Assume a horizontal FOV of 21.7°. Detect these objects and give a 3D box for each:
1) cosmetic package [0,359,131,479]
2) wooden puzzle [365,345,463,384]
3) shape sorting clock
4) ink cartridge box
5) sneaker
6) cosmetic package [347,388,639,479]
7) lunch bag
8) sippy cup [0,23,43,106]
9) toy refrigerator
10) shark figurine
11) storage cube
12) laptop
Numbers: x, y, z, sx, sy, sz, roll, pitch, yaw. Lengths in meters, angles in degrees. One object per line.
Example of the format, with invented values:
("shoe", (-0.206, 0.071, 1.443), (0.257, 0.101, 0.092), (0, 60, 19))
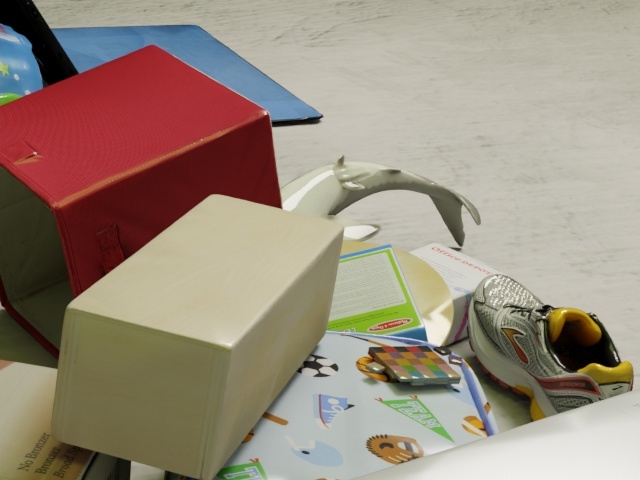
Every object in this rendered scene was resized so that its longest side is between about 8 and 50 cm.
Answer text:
("cosmetic package", (-0.278, 0.148, 1.045), (0.296, 0.129, 0.153), (8, 24, 5))
("wooden puzzle", (0.066, 0.087, 1.172), (0.083, 0.006, 0.049), (1, 23, -28))
("shape sorting clock", (0.007, 0.068, 1.372), (0.206, 0.040, 0.206), (-7, 33, 5))
("ink cartridge box", (0.092, 0.051, 1.468), (0.088, 0.052, 0.122), (25, 31, 36))
("sneaker", (0.192, 0.084, 1.352), (0.088, 0.093, 0.225), (-4, 28, -23))
("cosmetic package", (0.176, 0.210, 0.914), (0.385, 0.217, 0.156), (-14, 30, -37))
("lunch bag", (0.018, 0.163, 1.113), (0.243, 0.115, 0.303), (6, 22, -7))
("sippy cup", (-0.392, -0.129, 1.577), (0.224, 0.240, 0.305), (-1, 46, -43))
("toy refrigerator", (-0.070, 0.055, 1.067), (0.102, 0.094, 0.269), (13, 18, 10))
("shark figurine", (0.009, -0.021, 1.568), (0.278, 0.116, 0.166), (-22, 69, -35))
("storage cube", (-0.156, -0.023, 1.348), (0.193, 0.184, 0.215), (-26, 35, -24))
("laptop", (-0.253, -0.290, 1.966), (0.236, 0.408, 0.382), (-37, 36, -10))
